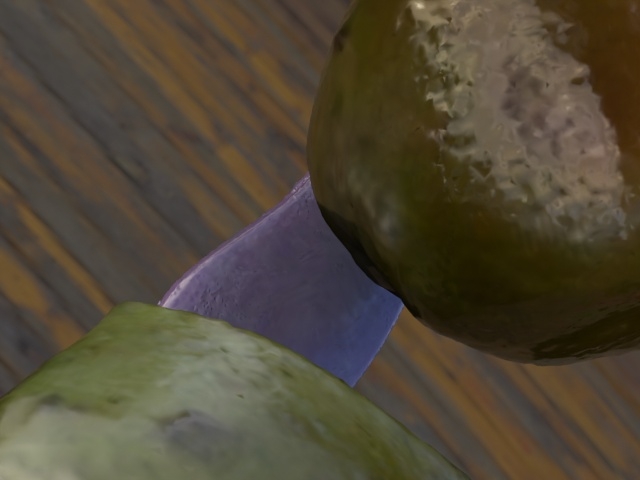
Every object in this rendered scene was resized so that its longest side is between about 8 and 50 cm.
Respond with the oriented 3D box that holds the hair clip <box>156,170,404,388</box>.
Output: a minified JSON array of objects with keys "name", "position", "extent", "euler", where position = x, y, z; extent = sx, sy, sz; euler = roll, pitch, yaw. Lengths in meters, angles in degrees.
[{"name":"hair clip","position":[0.002,0.001,1.064],"extent":[0.358,0.096,0.110],"euler":[-60,142,-29]}]

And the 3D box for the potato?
[{"name":"potato","position":[-0.024,0.223,0.657],"extent":[0.280,0.213,0.330],"euler":[-52,140,-55]}]

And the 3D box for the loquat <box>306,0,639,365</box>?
[{"name":"loquat","position":[0.142,-0.063,0.926],"extent":[0.276,0.284,0.276],"euler":[49,7,-8]}]
